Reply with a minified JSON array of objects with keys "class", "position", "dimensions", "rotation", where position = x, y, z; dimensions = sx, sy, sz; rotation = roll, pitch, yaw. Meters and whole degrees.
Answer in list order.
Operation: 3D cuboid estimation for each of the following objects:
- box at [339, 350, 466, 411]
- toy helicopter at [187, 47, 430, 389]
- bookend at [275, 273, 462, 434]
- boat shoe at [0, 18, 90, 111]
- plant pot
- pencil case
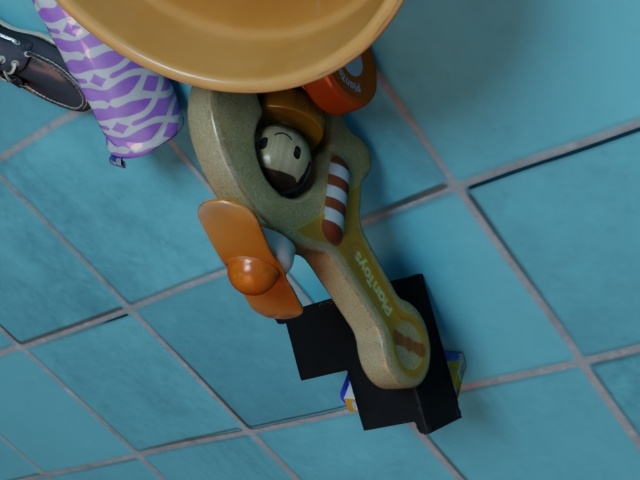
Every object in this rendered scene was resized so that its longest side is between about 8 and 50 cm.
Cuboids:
[{"class":"box","position":[0.088,0.158,1.037],"dimensions":[0.136,0.081,0.028],"rotation":[3,132,22]},{"class":"toy helicopter","position":[0.000,0.000,0.800],"dimensions":[0.140,0.235,0.355],"rotation":[-15,117,34]},{"class":"bookend","position":[0.048,0.131,0.980],"dimensions":[0.156,0.072,0.157],"rotation":[-20,83,36]},{"class":"boat shoe","position":[-0.319,-0.179,0.917],"dimensions":[0.206,0.065,0.075],"rotation":[31,136,-5]},{"class":"plant pot","position":[-0.047,-0.274,0.603],"dimensions":[0.290,0.203,0.291],"rotation":[13,136,13]},{"class":"pencil case","position":[-0.199,-0.175,0.858],"dimensions":[0.088,0.086,0.206],"rotation":[25,143,44]}]
